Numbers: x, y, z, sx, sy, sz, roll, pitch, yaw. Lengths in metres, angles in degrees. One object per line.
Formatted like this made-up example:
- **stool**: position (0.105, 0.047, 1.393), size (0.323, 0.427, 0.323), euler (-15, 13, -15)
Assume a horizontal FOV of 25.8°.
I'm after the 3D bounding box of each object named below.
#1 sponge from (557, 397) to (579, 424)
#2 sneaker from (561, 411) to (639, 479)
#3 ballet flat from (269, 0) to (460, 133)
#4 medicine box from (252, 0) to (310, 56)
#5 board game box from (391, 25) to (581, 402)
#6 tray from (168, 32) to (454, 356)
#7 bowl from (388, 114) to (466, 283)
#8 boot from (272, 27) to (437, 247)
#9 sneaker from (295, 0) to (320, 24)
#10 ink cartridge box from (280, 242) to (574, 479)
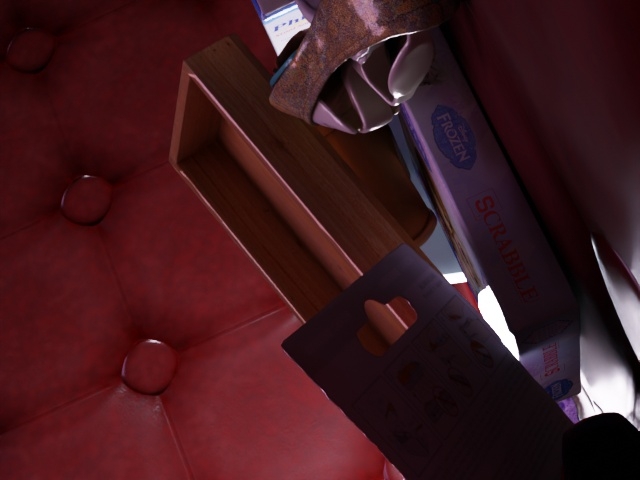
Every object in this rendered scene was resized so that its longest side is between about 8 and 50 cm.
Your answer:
- **sponge**: position (0.268, 0.151, 1.754), size (0.117, 0.031, 0.210), euler (64, -178, -56)
- **sneaker**: position (0.244, 0.260, 0.962), size (0.148, 0.131, 0.350), euler (59, -175, -37)
- **ballet flat**: position (0.036, -0.157, 1.222), size (0.123, 0.123, 0.348), euler (66, 161, 10)
- **medicine box**: position (-0.057, -0.436, 2.107), size (0.289, 0.149, 0.263), euler (52, -167, -81)
- **board game box**: position (0.165, -0.012, 1.400), size (0.318, 0.066, 0.318), euler (63, -177, -67)
- **tray**: position (0.000, 0.000, 1.436), size (0.411, 0.076, 0.203), euler (49, 155, 15)
- **bowl**: position (0.102, -0.060, 1.830), size (0.311, 0.163, 0.311), euler (-25, -90, -88)
- **boot**: position (0.032, -0.106, 1.534), size (0.220, 0.109, 0.283), euler (57, -161, -25)
- **sneaker**: position (0.042, -0.247, 1.473), size (0.295, 0.105, 0.147), euler (-97, -18, -59)
- **ink cartridge box**: position (0.127, 0.203, 1.147), size (0.385, 0.091, 0.308), euler (48, -154, 3)
